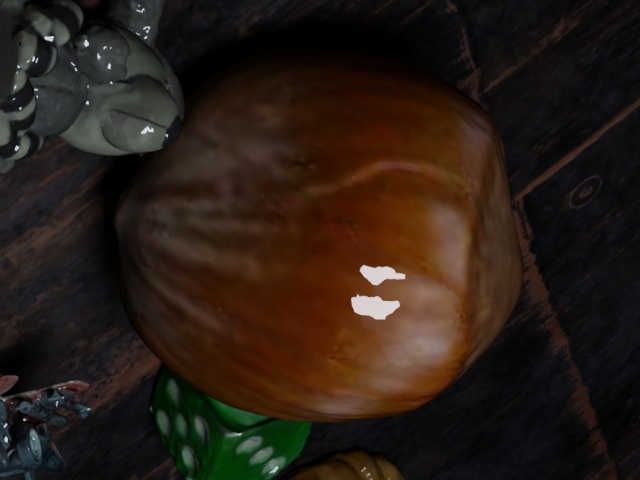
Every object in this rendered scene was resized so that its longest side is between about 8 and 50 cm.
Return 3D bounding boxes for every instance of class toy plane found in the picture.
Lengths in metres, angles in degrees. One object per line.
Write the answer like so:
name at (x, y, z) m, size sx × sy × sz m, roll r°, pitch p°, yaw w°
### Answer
toy plane at (-0.297, 0.186, 1.554) m, size 0.223 × 0.104 × 0.326 m, roll -14°, pitch 151°, yaw 7°

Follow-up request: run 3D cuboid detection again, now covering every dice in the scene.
dice at (-0.093, 0.180, 1.733) m, size 0.128 × 0.131 × 0.120 m, roll -16°, pitch 142°, yaw -36°

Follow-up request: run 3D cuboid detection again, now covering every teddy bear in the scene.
teddy bear at (-0.177, -0.132, 1.263) m, size 0.251 × 0.144 × 0.171 m, roll -7°, pitch 121°, yaw -45°

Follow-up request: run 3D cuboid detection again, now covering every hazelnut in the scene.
hazelnut at (0.000, 0.000, 1.473) m, size 0.372 × 0.315 × 0.372 m, roll -6°, pitch 115°, yaw -14°

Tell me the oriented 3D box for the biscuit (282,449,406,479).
biscuit at (-0.017, 0.403, 2.113) m, size 0.325 × 0.107 × 0.326 m, roll -29°, pitch 149°, yaw -19°
